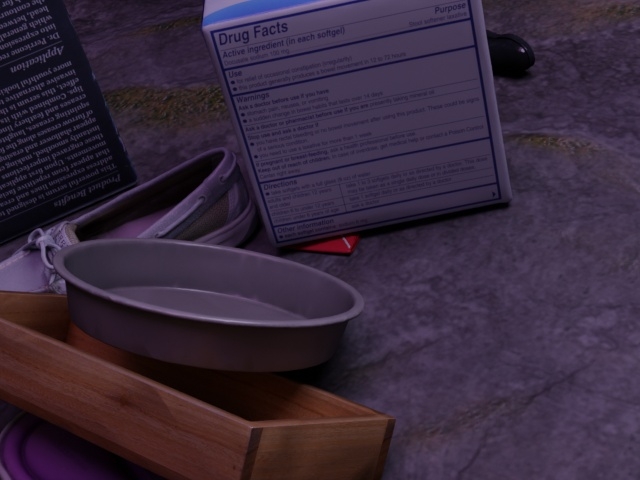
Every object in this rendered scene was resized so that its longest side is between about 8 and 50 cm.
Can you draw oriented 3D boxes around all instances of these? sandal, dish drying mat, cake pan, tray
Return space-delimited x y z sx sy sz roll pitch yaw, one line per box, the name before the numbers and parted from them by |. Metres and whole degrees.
sandal | -0.150 0.233 1.083 0.416 0.102 0.169 19 53 35
dish drying mat | 0.000 0.000 1.367 0.083 0.008 0.032 6 46 26
cake pan | -0.106 0.058 1.194 0.293 0.054 0.293 9 11 -2
tray | -0.161 0.131 1.139 0.411 0.203 0.076 16 95 35

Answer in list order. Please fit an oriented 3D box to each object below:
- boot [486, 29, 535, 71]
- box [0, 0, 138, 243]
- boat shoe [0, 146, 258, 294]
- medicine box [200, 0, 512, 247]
boot | 0.182 -0.210 1.511 0.099 0.045 0.121 -32 34 -20
box | -0.405 -0.245 1.499 0.212 0.395 0.293 -24 41 -8
boat shoe | -0.228 -0.003 1.382 0.321 0.103 0.118 -21 40 -4
medicine box | 0.042 -0.164 1.311 0.264 0.289 0.149 -11 39 6
